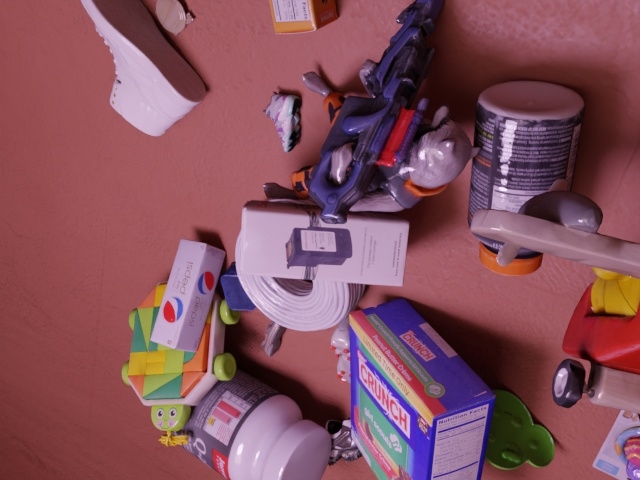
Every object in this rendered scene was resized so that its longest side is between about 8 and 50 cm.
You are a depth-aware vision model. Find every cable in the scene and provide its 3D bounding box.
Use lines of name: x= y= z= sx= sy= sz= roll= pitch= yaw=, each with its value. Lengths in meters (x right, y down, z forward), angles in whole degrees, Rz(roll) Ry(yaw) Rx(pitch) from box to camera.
cable: x=-0.042 y=0.044 z=1.225 sx=0.257 sy=0.089 sz=0.257 roll=-1 pitch=118 yaw=37

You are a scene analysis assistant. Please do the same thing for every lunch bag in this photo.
lunch bag: x=-0.153 y=0.092 z=1.358 sx=0.067 sy=0.065 sz=0.099 roll=2 pitch=120 yaw=18

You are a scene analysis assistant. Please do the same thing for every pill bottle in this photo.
pill bottle: x=0.263 y=-0.074 z=0.891 sx=0.130 sy=0.130 sz=0.246 roll=17 pitch=128 yaw=27
pill bottle: x=-0.169 y=0.401 z=1.449 sx=0.362 sy=0.210 sz=0.210 roll=21 pitch=130 yaw=34

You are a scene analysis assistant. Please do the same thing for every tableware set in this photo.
tableware set: x=-0.264 y=-0.434 z=1.111 sx=0.168 sy=0.020 sz=0.141 roll=44 pitch=137 yaw=2

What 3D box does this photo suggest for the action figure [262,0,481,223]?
action figure: x=0.085 y=-0.158 z=0.930 sx=0.178 sy=0.341 sz=0.330 roll=36 pitch=171 yaw=-38

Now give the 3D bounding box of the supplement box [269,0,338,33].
supplement box: x=-0.037 y=-0.409 z=0.921 sx=0.080 sy=0.078 sz=0.234 roll=9 pitch=125 yaw=28

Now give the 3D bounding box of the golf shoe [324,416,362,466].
golf shoe: x=0.030 y=0.435 z=1.464 sx=0.198 sy=0.077 sz=0.094 roll=-34 pitch=79 yaw=43

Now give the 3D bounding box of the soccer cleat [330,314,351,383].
soccer cleat: x=0.064 y=0.217 z=1.288 sx=0.068 sy=0.076 sz=0.196 roll=13 pitch=146 yaw=21

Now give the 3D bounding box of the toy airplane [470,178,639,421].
toy airplane: x=0.408 y=0.036 z=0.743 sx=0.384 sy=0.273 sz=0.386 roll=-8 pitch=145 yaw=38

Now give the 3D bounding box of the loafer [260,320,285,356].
loafer: x=-0.102 y=0.195 z=1.408 sx=0.039 sy=0.045 sz=0.125 roll=37 pitch=137 yaw=19

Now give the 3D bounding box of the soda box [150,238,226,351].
soda box: x=-0.266 y=0.111 z=1.361 sx=0.073 sy=0.069 sz=0.216 roll=11 pitch=80 yaw=32

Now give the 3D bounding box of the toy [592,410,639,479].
toy: x=0.513 y=0.326 z=1.032 sx=0.136 sy=0.056 sz=0.237 roll=24 pitch=131 yaw=24

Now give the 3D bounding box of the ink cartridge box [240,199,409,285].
ink cartridge box: x=0.000 y=0.000 z=1.026 sx=0.237 sy=0.172 sz=0.100 roll=5 pitch=96 yaw=-4

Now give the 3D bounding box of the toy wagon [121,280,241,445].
toy wagon: x=-0.302 y=0.251 z=1.416 sx=0.267 sy=0.345 sz=0.068 roll=-9 pitch=156 yaw=26

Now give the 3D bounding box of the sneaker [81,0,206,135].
sneaker: x=-0.351 y=-0.319 z=1.192 sx=0.169 sy=0.108 sz=0.293 roll=-31 pitch=100 yaw=41

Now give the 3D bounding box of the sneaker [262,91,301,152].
sneaker: x=-0.069 y=-0.200 z=1.118 sx=0.069 sy=0.038 sz=0.098 roll=22 pitch=121 yaw=25

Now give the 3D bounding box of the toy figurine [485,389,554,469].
toy figurine: x=0.295 y=0.350 z=1.196 sx=0.173 sy=0.130 sz=0.159 roll=26 pitch=151 yaw=-13

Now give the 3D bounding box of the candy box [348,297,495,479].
candy box: x=0.157 y=0.305 z=1.155 sx=0.268 sy=0.122 sz=0.317 roll=-131 pitch=33 yaw=-51
